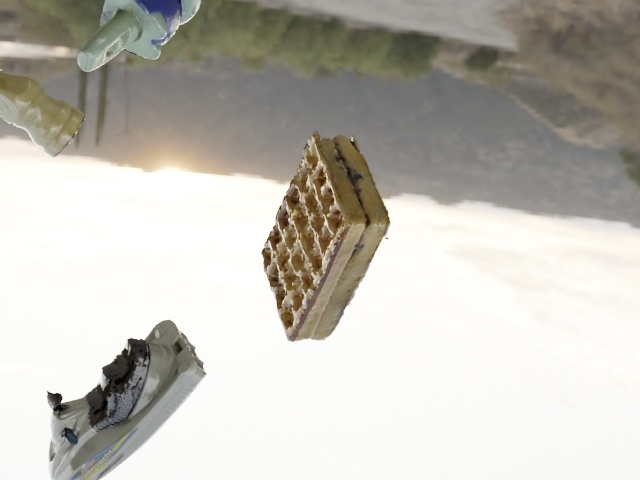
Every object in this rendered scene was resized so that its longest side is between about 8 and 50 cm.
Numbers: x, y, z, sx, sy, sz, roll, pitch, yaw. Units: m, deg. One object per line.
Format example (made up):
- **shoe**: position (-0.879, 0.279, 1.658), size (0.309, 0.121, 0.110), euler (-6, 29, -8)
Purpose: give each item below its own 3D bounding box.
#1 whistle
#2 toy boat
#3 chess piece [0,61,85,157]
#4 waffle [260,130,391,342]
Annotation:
- **whistle**: position (-0.212, -0.283, 1.548), size (0.092, 0.110, 0.244), euler (36, -127, 3)
- **toy boat**: position (-0.282, 0.222, 1.703), size (0.269, 0.140, 0.141), euler (-36, -167, -1)
- **chess piece**: position (-0.467, -0.218, 1.935), size (0.200, 0.090, 0.090), euler (37, 176, -23)
- **waffle**: position (0.001, 0.000, 2.053), size (0.091, 0.308, 0.212), euler (2, -132, -25)
